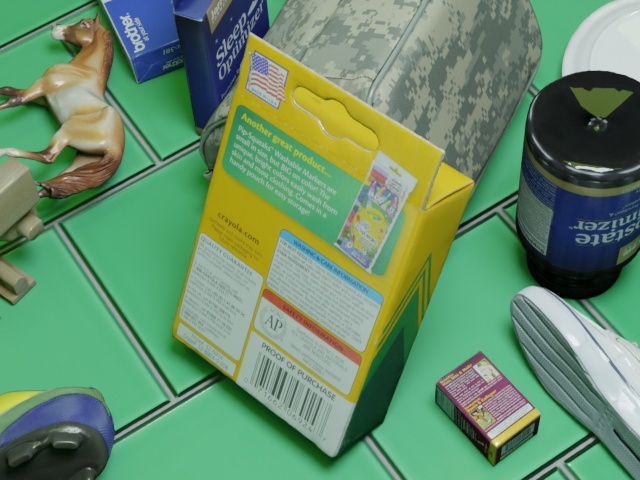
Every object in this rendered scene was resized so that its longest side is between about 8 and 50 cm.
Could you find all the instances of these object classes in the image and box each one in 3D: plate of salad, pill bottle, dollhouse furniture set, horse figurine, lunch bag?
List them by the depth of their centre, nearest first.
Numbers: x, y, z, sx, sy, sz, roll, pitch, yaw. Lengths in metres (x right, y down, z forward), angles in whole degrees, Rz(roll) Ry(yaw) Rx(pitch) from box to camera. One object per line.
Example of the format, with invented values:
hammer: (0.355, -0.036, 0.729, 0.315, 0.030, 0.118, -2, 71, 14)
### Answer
pill bottle: (0.240, -0.042, 1.200, 0.123, 0.219, 0.122, -2, 56, 3)
dollhouse furniture set: (-0.354, -0.007, 1.263, 0.123, 0.151, 0.144, 31, 62, 23)
lunch bag: (0.042, -0.165, 1.306, 0.256, 0.212, 0.305, 6, 54, 36)
horse figurine: (-0.272, -0.125, 1.383, 0.175, 0.066, 0.263, -17, 49, -15)
plate of salad: (0.354, -0.173, 1.384, 0.200, 0.048, 0.199, -4, 65, 8)

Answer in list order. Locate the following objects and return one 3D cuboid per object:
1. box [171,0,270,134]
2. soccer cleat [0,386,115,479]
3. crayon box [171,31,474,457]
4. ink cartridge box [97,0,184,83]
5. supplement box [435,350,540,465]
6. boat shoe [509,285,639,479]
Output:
box: (-0.097, -0.222, 1.343, 0.037, 0.225, 0.136, 17, 60, 15)
soccer cleat: (-0.323, 0.194, 1.181, 0.289, 0.093, 0.121, -11, 26, 2)
crayon box: (0.000, 0.000, 1.133, 0.203, 0.323, 0.083, 35, 37, 23)
ink cartridge box: (-0.200, -0.277, 1.496, 0.097, 0.046, 0.207, -22, 58, -9)
supplement box: (0.149, 0.150, 1.185, 0.055, 0.043, 0.083, -33, 61, -16)
boat shoe: (0.261, 0.127, 1.182, 0.076, 0.083, 0.226, -26, 69, -26)
